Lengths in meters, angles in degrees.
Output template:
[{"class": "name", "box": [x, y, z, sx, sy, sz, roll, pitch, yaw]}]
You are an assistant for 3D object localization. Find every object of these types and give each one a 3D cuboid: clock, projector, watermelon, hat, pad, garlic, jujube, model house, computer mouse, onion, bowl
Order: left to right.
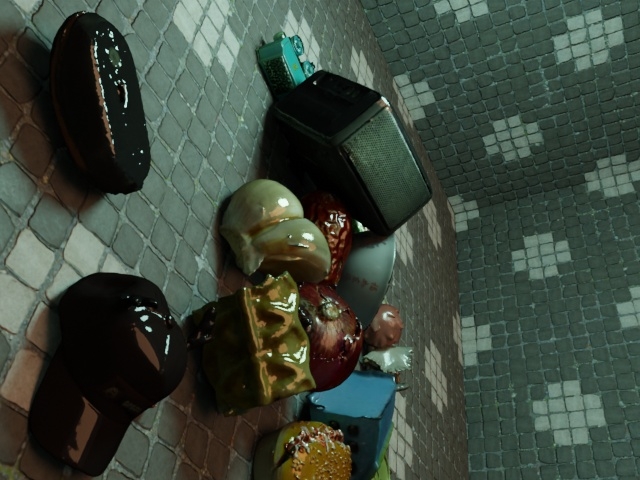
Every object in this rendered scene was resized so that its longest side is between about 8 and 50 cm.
[{"class": "computer mouse", "box": [-0.396, -0.238, 1.154, 0.183, 0.116, 0.324, -31, 113, -70]}, {"class": "hat", "box": [-0.290, 0.192, 1.028, 0.238, 0.208, 0.336, 49, 34, -45]}, {"class": "garlic", "box": [-0.106, 0.000, 1.634, 0.250, 0.286, 0.313, -59, 149, 8]}, {"class": "pad", "box": [-0.072, -0.280, 2.093, 0.193, 0.004, 0.116, -81, 149, -45]}, {"class": "onion", "box": [-0.033, 0.236, 1.566, 0.276, 0.276, 0.276, 46, 37, -51]}, {"class": "jujube", "box": [0.000, 0.000, 1.858, 0.197, 0.197, 0.291, 32, 58, -60]}, {"class": "projector", "box": [0.089, -0.262, 1.934, 0.395, 0.242, 0.405, 42, -11, 51]}, {"class": "bowl", "box": [0.092, 0.100, 1.993, 0.157, 0.346, 0.346, 19, 47, -12]}, {"class": "model house", "box": [0.094, 0.525, 1.768, 0.237, 0.215, 0.304, -42, 132, -66]}, {"class": "watermelon", "box": [0.155, -0.084, 2.420, 0.146, 0.128, 0.231, 48, 9, 4]}, {"class": "clock", "box": [0.164, 0.709, 1.996, 0.232, 0.069, 0.170, -1, 78, -67]}]

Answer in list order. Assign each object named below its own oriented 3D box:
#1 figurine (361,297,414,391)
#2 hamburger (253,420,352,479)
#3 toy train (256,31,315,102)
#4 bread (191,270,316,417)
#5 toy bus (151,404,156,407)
[{"class": "figurine", "box": [0.211, 0.335, 2.246, 0.206, 0.166, 0.387, -7, 77, -24]}, {"class": "hamburger", "box": [-0.032, 0.544, 1.527, 0.295, 0.151, 0.227, 31, 53, -59]}, {"class": "toy train", "box": [-0.105, -0.541, 2.025, 0.203, 0.112, 0.163, 63, 31, -25]}, {"class": "bread", "box": [-0.139, 0.223, 1.365, 0.252, 0.238, 0.196, 69, 19, 7]}, {"class": "toy bus", "box": [-0.309, 0.255, 1.188, 0.043, 0.031, 0.110, 64, 24, -43]}]
